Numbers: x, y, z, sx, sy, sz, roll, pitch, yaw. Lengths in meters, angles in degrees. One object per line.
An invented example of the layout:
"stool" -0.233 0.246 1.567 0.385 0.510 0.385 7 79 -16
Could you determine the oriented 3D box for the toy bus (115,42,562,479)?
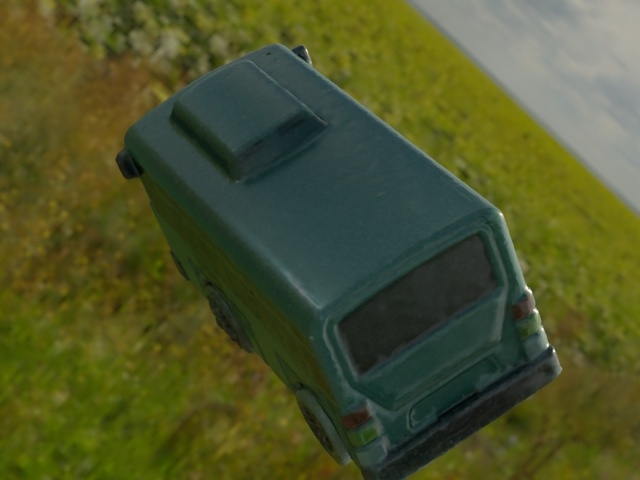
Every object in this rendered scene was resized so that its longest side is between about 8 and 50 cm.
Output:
"toy bus" 0.000 0.000 0.915 0.256 0.128 0.147 43 -19 50
